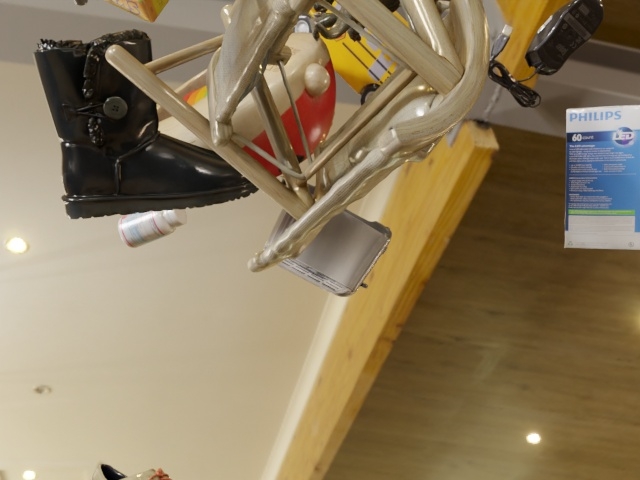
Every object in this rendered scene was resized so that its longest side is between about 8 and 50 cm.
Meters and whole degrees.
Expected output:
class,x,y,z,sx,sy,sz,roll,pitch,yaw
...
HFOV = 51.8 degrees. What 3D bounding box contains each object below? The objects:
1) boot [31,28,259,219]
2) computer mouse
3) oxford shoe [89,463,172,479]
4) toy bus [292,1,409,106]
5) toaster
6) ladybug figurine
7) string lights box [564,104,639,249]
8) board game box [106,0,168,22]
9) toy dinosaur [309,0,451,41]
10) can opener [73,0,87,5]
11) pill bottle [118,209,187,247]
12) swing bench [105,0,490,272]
class,x,y,z,sx,sy,sz,roll,pitch,yaw
boot,-0.195,-0.141,0.776,0.247,0.094,0.207,-8,-74,-20
computer mouse,0.462,-0.429,1.403,0.184,0.060,0.262,24,-66,-26
oxford shoe,-0.277,0.451,1.105,0.349,0.130,0.123,0,-21,27
toy bus,0.093,-0.308,1.091,0.108,0.332,0.130,-22,-24,-54
toaster,0.000,0.000,1.146,0.227,0.146,0.129,29,-6,-13
ladybug figurine,-0.132,-0.183,1.037,0.450,0.305,0.161,-2,-49,52
string lights box,0.527,-0.117,1.222,0.134,0.077,0.259,2,-78,25
board game box,-0.109,-0.289,0.480,0.124,0.259,0.039,27,-12,7
toy dinosaur,0.069,-0.344,0.899,0.160,0.314,0.120,-25,-88,32
can opener,-0.503,-0.590,1.278,0.074,0.093,0.280,-23,-41,-9
pill bottle,-0.425,-0.045,1.676,0.160,0.087,0.087,-20,-44,14
swing bench,-0.019,-0.142,0.536,0.254,0.165,0.253,55,-34,1
